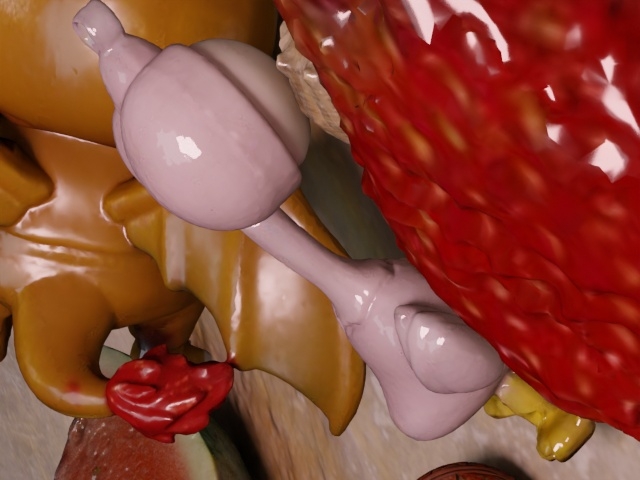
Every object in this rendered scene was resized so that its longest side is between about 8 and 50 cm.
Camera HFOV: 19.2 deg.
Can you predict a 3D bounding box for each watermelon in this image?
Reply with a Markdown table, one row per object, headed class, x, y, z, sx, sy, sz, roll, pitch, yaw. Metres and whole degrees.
| class | x | y | z | sx | sy | sz | roll | pitch | yaw |
| --- | --- | --- | --- | --- | --- | --- | --- | --- | --- |
| watermelon | -0.130 | 0.219 | 1.531 | 0.260 | 0.176 | 0.256 | 11 | 130 | 32 |

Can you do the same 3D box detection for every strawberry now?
| class | x | y | z | sx | sy | sz | roll | pitch | yaw |
| --- | --- | --- | --- | --- | --- | --- | --- | --- | --- |
| strawberry | 0.148 | -0.042 | 0.712 | 0.292 | 0.310 | 0.292 | 31 | 131 | 44 |

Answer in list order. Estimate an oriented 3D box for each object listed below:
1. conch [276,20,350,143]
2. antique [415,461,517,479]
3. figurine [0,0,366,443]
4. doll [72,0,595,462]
| class | x | y | z | sx | sy | sz | roll | pitch | yaw |
| --- | --- | --- | --- | --- | --- | --- | --- | --- | --- |
| conch | 0.087 | -0.083 | 0.954 | 0.178 | 0.163 | 0.245 | 17 | 153 | 41 |
| antique | 0.091 | 0.188 | 1.183 | 0.104 | 0.104 | 0.104 | 39 | 141 | 42 |
| figurine | -0.123 | -0.071 | 1.230 | 0.401 | 0.268 | 0.387 | 17 | 113 | 15 |
| doll | -0.001 | 0.001 | 1.038 | 0.365 | 0.094 | 0.160 | 45 | 175 | -22 |
